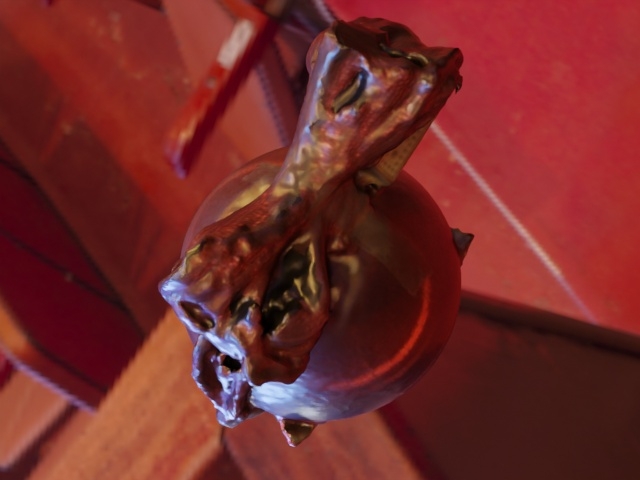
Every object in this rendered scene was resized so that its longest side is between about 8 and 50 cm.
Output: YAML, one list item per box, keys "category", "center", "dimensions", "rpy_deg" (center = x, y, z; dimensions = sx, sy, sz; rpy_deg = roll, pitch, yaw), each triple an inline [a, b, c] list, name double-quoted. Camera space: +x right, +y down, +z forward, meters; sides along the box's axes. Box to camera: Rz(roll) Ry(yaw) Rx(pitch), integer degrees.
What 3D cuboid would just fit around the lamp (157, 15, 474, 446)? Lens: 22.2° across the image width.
- category: "lamp"
  center: [0.010, 0.006, 0.850]
  dimensions: [0.215, 0.151, 0.223]
  rpy_deg: [-62, 5, -8]
